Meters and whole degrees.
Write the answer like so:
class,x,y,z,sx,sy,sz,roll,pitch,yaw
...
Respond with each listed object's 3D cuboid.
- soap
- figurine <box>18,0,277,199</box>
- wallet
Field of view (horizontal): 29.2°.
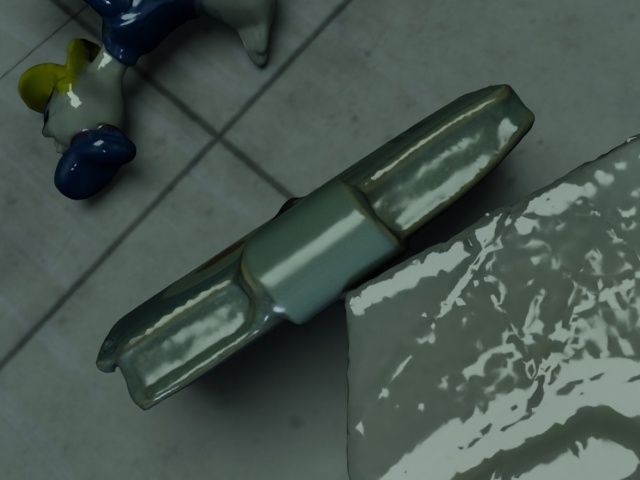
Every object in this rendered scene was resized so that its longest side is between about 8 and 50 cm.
class,x,y,z,sx,sy,sz,roll,pitch,yaw
soap,0.203,0.194,0.801,0.350,0.213,0.435,-26,64,5
figurine,-0.181,-0.203,1.072,0.283,0.204,0.338,18,87,-5
wallet,0.000,0.000,0.923,0.360,0.252,0.083,-35,96,1
